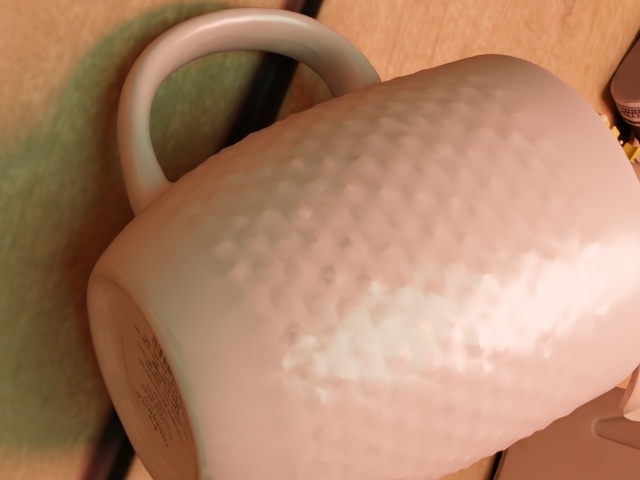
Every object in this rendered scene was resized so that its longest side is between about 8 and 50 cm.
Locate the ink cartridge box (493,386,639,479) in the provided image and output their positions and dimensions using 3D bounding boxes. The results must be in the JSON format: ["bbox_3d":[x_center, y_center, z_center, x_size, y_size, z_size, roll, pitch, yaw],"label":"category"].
[{"bbox_3d":[0.396,0.281,1.068,0.384,0.279,0.160,28,80,-37],"label":"ink cartridge box"}]

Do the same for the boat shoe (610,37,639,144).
[{"bbox_3d":[0.430,-0.219,1.142,0.306,0.113,0.105,-53,130,-17],"label":"boat shoe"}]

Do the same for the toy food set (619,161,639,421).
[{"bbox_3d":[0.298,0.038,0.947,0.219,0.306,0.092,9,131,-23],"label":"toy food set"}]

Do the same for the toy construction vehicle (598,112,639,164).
[{"bbox_3d":[0.303,-0.076,1.105,0.086,0.035,0.098,-49,122,-23],"label":"toy construction vehicle"}]

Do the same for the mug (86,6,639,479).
[{"bbox_3d":[0.000,0.000,0.756,0.328,0.276,0.374,-21,78,-27],"label":"mug"}]
